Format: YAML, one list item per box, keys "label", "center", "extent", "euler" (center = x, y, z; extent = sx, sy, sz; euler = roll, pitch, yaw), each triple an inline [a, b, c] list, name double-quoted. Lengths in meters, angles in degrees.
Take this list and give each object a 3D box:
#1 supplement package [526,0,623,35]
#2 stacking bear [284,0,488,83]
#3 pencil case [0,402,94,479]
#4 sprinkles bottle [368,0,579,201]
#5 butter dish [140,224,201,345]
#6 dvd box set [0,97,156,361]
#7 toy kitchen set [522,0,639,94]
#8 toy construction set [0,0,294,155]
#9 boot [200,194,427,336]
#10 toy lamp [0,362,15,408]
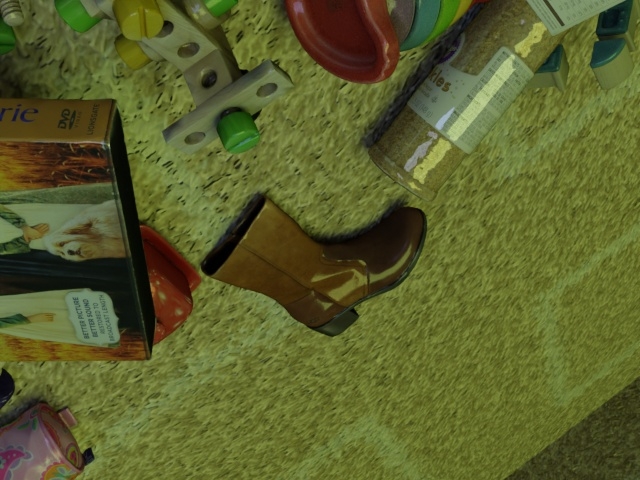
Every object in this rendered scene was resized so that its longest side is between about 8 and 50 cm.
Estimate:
- label: "supplement package"
  center: [0.237, -0.389, 0.732]
  extent: [0.145, 0.261, 0.204]
  euler: [-22, 149, 32]
- label: "stacking bear"
  center: [0.117, -0.304, 0.828]
  extent: [0.289, 0.164, 0.175]
  euler: [-27, 114, -29]
- label: "pencil case"
  center: [-0.469, 0.341, 1.007]
  extent: [0.284, 0.124, 0.124]
  euler: [-33, 138, -8]
- label: "sprinkles bottle"
  center: [0.217, -0.222, 0.993]
  extent: [0.121, 0.121, 0.355]
  euler: [23, 111, -45]
- label: "butter dish"
  center: [-0.235, 0.087, 0.946]
  extent: [0.160, 0.118, 0.160]
  euler: [-38, 138, -2]
- label: "dvd box set"
  center: [-0.379, 0.005, 0.665]
  extent: [0.421, 0.062, 0.307]
  euler: [1, 136, -5]
- label: "toy kitchen set"
  center: [0.363, -0.334, 1.048]
  extent: [0.122, 0.166, 0.207]
  euler: [36, 65, -48]
- label: "toy construction set"
  center: [-0.169, -0.180, 0.628]
  extent: [0.309, 0.237, 0.257]
  euler: [-20, 167, -8]
- label: "boot"
  center: [0.000, 0.000, 1.088]
  extent: [0.264, 0.096, 0.280]
  euler: [-42, 132, 15]
- label: "toy lamp"
  center: [-0.388, 0.120, 0.898]
  extent: [0.080, 0.080, 0.274]
  euler: [15, 116, -43]
